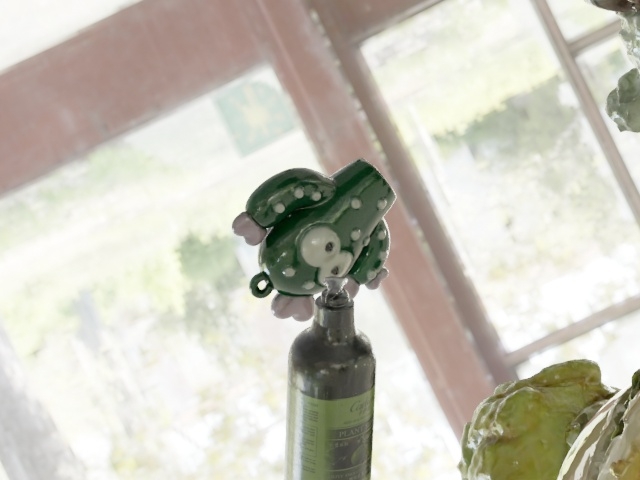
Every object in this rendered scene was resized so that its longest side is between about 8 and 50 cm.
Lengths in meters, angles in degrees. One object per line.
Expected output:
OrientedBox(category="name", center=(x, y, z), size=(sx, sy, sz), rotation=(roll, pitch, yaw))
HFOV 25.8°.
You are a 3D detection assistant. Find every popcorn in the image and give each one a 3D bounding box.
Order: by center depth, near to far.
OrientedBox(category="popcorn", center=(0.333, 0.306, 1.954), size=(0.279, 0.335, 0.274), rotation=(13, -108, 41))

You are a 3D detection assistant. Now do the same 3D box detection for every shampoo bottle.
OrientedBox(category="shampoo bottle", center=(0.012, 0.170, 1.556), size=(0.101, 0.284, 0.101), rotation=(2, -155, -1))

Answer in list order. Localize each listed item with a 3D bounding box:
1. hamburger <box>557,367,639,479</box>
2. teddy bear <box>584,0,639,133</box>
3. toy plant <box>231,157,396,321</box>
OrientedBox(category="hamburger", center=(0.288, 0.201, 0.906), size=(0.302, 0.302, 0.170), rotation=(-26, 179, -15))
OrientedBox(category="teddy bear", center=(0.449, -0.142, 1.592), size=(0.327, 0.375, 0.362), rotation=(16, -160, 41))
OrientedBox(category="toy plant", center=(-0.003, -0.002, 1.924), size=(0.243, 0.233, 0.112), rotation=(-22, -149, -21))
